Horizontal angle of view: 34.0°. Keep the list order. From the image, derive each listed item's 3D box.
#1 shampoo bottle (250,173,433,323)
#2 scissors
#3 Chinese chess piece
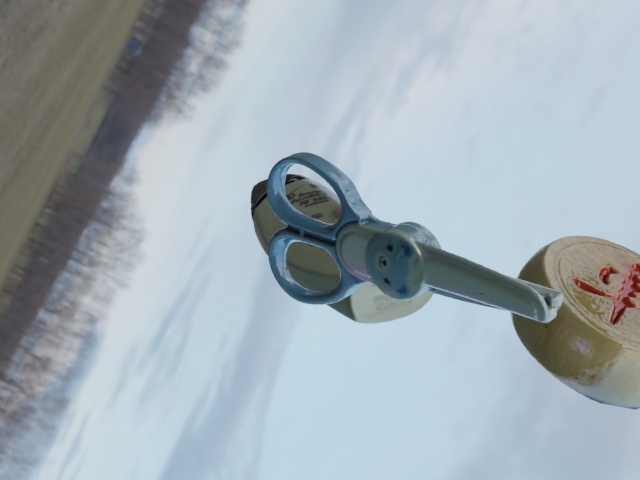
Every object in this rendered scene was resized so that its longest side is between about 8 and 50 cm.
[{"bbox_3d":[0.000,0.000,1.286,0.359,0.134,0.078,-140,-141,-60],"label":"shampoo bottle"},{"bbox_3d":[0.060,0.015,0.780,0.030,0.256,0.125,-25,124,-45],"label":"scissors"},{"bbox_3d":[0.371,0.100,1.356,0.251,0.250,0.097,-82,-168,-54],"label":"Chinese chess piece"}]
